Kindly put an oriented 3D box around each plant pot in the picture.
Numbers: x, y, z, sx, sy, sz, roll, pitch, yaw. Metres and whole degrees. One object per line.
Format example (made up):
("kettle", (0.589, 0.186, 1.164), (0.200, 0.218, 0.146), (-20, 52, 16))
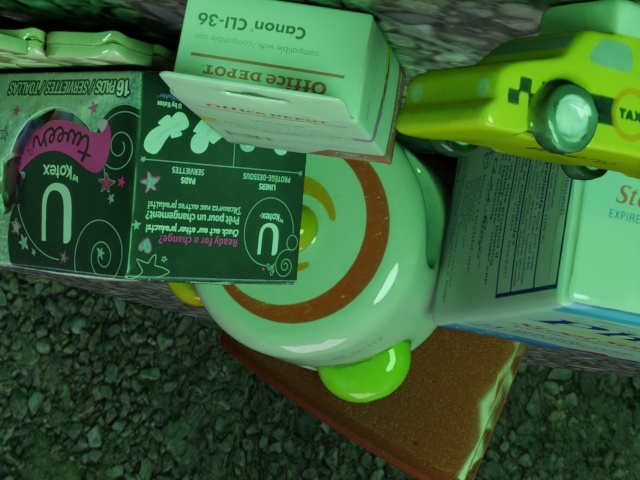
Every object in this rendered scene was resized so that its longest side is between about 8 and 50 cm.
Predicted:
("plant pot", (0.062, 0.055, 1.565), (0.236, 0.267, 0.267), (21, 175, 8))

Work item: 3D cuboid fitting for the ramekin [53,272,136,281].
("ramekin", (-0.271, -0.057, 1.554), (0.277, 0.135, 0.277), (9, 173, 1))

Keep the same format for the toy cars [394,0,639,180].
("toy cars", (0.239, -0.070, 0.938), (0.394, 0.087, 0.176), (6, 178, 7))

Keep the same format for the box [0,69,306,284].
("box", (-0.150, -0.044, 1.304), (0.163, 0.142, 0.247), (2, -179, -44))

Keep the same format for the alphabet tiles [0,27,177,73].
("alphabet tiles", (-0.239, -0.131, 1.251), (0.284, 0.021, 0.278), (4, -179, 18))

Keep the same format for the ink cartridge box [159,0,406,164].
("ink cartridge box", (-0.019, -0.100, 1.111), (0.115, 0.067, 0.198), (9, 175, 10))

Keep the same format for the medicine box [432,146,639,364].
("medicine box", (0.246, 0.005, 1.242), (0.264, 0.149, 0.289), (11, 174, -11))

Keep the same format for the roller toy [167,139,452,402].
("roller toy", (0.000, 0.000, 1.390), (0.209, 0.191, 0.146), (32, -178, 23))
